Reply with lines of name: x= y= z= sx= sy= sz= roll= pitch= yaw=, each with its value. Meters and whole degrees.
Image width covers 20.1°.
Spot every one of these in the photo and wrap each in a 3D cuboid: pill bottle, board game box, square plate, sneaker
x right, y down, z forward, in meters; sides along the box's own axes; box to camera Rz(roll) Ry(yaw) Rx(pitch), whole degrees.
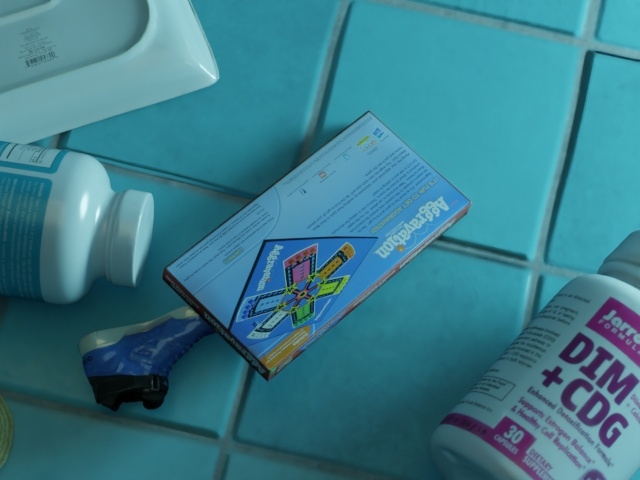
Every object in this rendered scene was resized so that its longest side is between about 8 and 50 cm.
pill bottle: x=0.245 y=0.133 z=1.641 sx=0.160 sy=0.160 sz=0.283 roll=39 pitch=73 yaw=14
pill bottle: x=-0.295 y=-0.020 z=1.711 sx=0.264 sy=0.146 sz=0.146 roll=9 pitch=68 yaw=4
board game box: x=0.000 y=0.000 z=1.738 sx=0.145 sy=0.027 sz=0.281 roll=43 pitch=62 yaw=16
square plate: x=-0.320 y=-0.262 z=1.863 sx=0.347 sy=0.049 sz=0.344 roll=-19 pitch=69 yaw=-7
sneaker: x=-0.145 y=0.114 z=1.704 sx=0.152 sy=0.058 sz=0.084 roll=-14 pitch=72 yaw=-10

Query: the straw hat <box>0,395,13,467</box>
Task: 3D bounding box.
straw hat: x=-0.360 y=0.177 z=1.676 sx=0.144 sy=0.061 sz=0.144 roll=0 pitch=68 yaw=-1
